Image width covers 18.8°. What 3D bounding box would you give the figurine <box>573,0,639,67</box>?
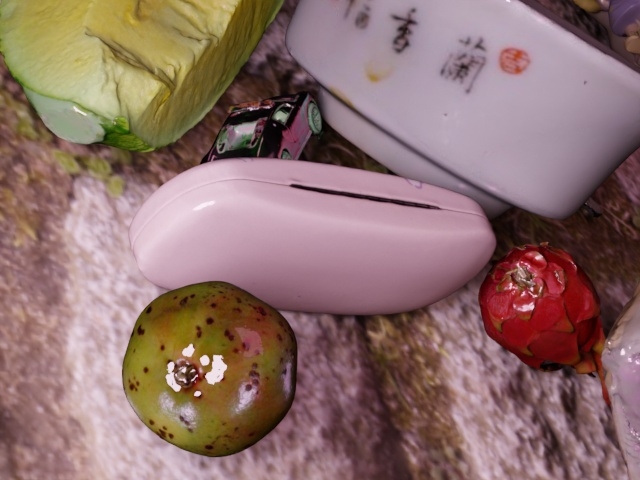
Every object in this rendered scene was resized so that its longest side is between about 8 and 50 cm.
[{"bbox_3d":[0.310,-0.270,1.944,0.155,0.127,0.235,-1,50,-34],"label":"figurine"}]

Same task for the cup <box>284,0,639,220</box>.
[{"bbox_3d":[0.108,-0.127,1.503,0.347,0.163,0.347,31,11,-7],"label":"cup"}]

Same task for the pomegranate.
[{"bbox_3d":[-0.064,0.079,1.236,0.114,0.114,0.142,49,13,5],"label":"pomegranate"}]

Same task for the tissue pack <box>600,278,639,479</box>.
[{"bbox_3d":[0.305,0.108,1.517,0.256,0.123,0.215,-46,122,-53],"label":"tissue pack"}]

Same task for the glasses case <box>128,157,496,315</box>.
[{"bbox_3d":[0.000,0.000,1.365,0.297,0.113,0.075,7,53,-42],"label":"glasses case"}]

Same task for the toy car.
[{"bbox_3d":[-0.045,-0.076,1.414,0.142,0.069,0.055,-65,141,-58],"label":"toy car"}]

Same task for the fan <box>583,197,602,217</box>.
[{"bbox_3d":[0.109,-0.135,1.693,0.223,0.012,0.294,-4,57,-47],"label":"fan"}]

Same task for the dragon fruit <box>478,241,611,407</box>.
[{"bbox_3d":[0.188,0.069,1.525,0.190,0.094,0.094,45,29,-39],"label":"dragon fruit"}]

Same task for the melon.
[{"bbox_3d":[-0.138,-0.161,1.382,0.196,0.124,0.323,35,43,-11],"label":"melon"}]
